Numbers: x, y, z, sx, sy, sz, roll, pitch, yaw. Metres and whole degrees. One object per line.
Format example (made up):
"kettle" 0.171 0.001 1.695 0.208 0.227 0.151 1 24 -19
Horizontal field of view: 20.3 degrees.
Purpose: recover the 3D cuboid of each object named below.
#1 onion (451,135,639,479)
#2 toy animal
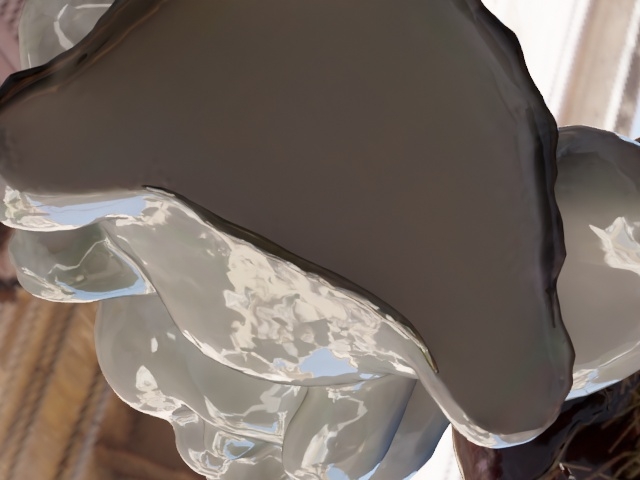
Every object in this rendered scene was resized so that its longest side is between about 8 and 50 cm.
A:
"onion" 0.222 0.084 0.948 0.314 0.232 0.314 -5 -108 15
"toy animal" -0.010 -0.011 0.670 0.174 0.249 0.289 -60 -164 -21
